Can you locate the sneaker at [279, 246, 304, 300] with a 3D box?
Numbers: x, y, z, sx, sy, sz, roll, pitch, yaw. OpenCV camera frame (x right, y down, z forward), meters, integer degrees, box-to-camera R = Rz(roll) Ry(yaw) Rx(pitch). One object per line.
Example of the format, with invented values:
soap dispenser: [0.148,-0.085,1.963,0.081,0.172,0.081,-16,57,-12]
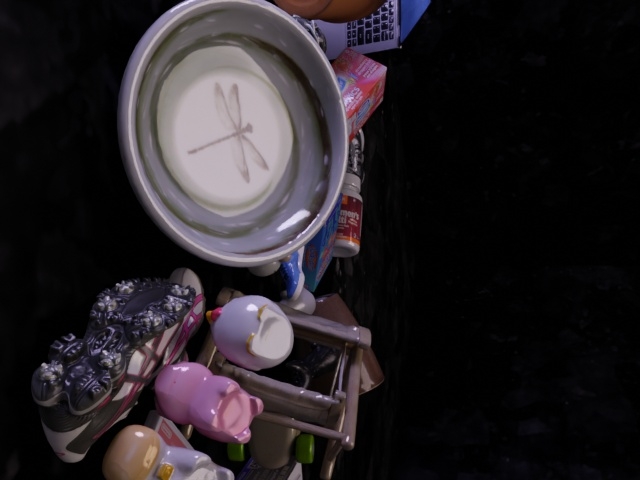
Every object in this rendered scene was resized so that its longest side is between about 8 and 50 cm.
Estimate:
sneaker: [-0.081,0.055,1.293,0.058,0.084,0.152,-45,-146,46]

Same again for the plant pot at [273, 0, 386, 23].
plant pot: [0.006,-0.611,1.326,0.203,0.291,0.291,-45,134,-46]

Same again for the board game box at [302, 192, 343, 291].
board game box: [0.000,0.000,1.519,0.160,0.047,0.210,-60,163,-53]

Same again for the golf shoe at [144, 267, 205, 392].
golf shoe: [-0.214,0.118,0.852,0.086,0.067,0.186,59,34,-58]

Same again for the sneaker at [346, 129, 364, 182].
sneaker: [0.079,-0.236,1.828,0.153,0.101,0.268,-77,162,-48]

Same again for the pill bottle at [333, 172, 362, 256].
pill bottle: [0.057,-0.073,1.711,0.121,0.121,0.221,52,40,-65]

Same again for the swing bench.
swing bench: [-0.065,0.205,0.964,0.165,0.253,0.255,109,-4,-51]

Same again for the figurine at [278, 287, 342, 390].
figurine: [-0.054,0.208,1.280,0.215,0.092,0.209,60,20,5]

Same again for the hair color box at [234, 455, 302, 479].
hair color box: [-0.101,0.607,1.154,0.185,0.110,0.339,-33,123,-70]

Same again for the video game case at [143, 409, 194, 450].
video game case: [-0.237,0.412,0.833,0.204,0.025,0.285,73,23,-44]

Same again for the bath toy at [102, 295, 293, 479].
bath toy: [-0.162,0.218,0.760,0.151,0.129,0.348,48,56,-32]

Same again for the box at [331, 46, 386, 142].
box: [0.040,-0.316,1.442,0.257,0.122,0.128,-54,166,-19]

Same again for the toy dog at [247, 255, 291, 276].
toy dog: [-0.088,-0.099,1.131,0.334,0.161,0.220,73,23,-44]

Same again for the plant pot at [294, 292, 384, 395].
plant pot: [0.021,0.254,1.478,0.215,0.215,0.230,-15,88,-74]

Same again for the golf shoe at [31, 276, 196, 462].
golf shoe: [-0.244,0.138,0.735,0.273,0.105,0.120,-54,159,-59]

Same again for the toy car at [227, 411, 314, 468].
toy car: [-0.082,0.346,1.174,0.188,0.155,0.149,30,60,-83]

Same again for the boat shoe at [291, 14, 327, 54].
boat shoe: [-0.052,-0.428,1.273,0.335,0.119,0.121,-67,151,-68]

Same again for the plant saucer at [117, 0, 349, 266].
plant saucer: [-0.130,-0.161,0.926,0.400,0.100,0.400,-2,94,-41]

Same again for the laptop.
laptop: [0.109,-0.684,1.485,0.236,0.408,0.382,7,83,-63]
